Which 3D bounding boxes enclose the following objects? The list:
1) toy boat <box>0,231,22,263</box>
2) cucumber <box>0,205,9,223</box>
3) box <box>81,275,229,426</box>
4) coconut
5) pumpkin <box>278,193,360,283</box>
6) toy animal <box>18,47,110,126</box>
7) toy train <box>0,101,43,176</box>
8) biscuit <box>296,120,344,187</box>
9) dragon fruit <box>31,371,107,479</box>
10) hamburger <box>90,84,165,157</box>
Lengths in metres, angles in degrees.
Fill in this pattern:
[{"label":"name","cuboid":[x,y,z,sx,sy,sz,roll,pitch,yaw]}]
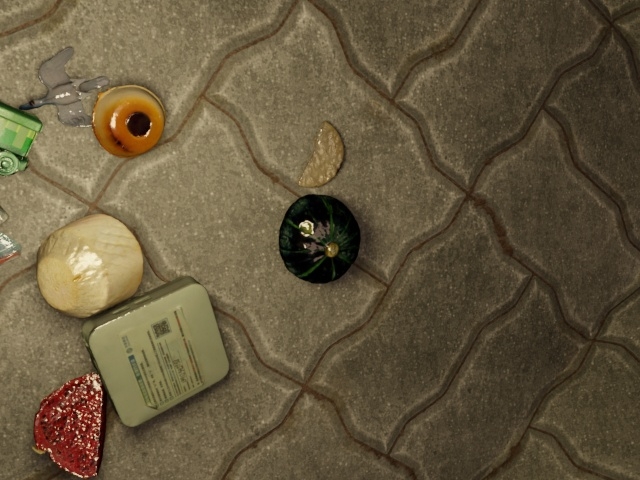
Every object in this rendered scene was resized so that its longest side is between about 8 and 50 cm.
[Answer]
[{"label":"toy boat","cuboid":[-0.965,0.006,1.761,0.096,0.034,0.122,-26,105,-22]},{"label":"cucumber","cuboid":[-0.976,-0.093,1.726,0.064,0.064,0.112,-36,107,-13]},{"label":"box","cuboid":[-0.518,0.355,1.887,0.396,0.111,0.396,-25,118,-28]},{"label":"coconut","cuboid":[-0.678,0.075,1.758,0.328,0.329,0.329,-3,99,-21]},{"label":"pumpkin","cuboid":[0.000,0.000,2.031,0.315,0.238,0.315,-5,102,-25]},{"label":"toy animal","cuboid":[-0.762,-0.447,1.755,0.255,0.176,0.239,-36,116,-50]},{"label":"toy train","cuboid":[-0.952,-0.308,1.639,0.301,0.120,0.202,24,91,-43]},{"label":"biscuit","cuboid":[0.015,-0.290,2.104,0.133,0.032,0.250,23,88,-22]},{"label":"dragon fruit","cuboid":[-0.788,0.585,1.857,0.205,0.152,0.317,3,72,-13]},{"label":"hamburger","cuboid":[-0.583,-0.360,1.788,0.237,0.147,0.237,-16,118,-33]}]
